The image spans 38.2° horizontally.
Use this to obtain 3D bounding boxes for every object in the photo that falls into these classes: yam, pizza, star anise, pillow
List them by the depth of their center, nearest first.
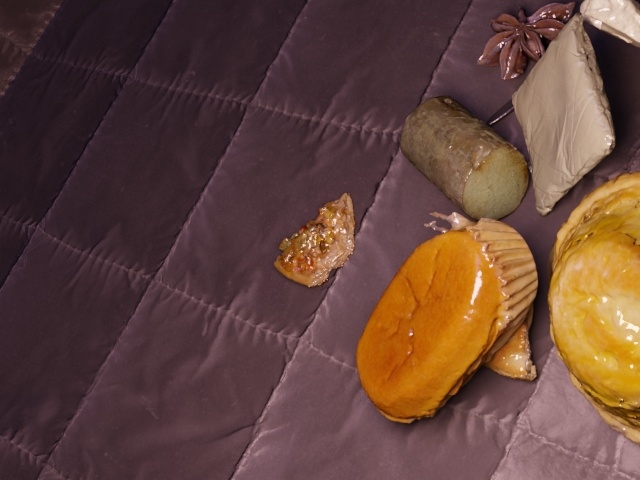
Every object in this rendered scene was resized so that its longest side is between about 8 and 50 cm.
[{"bbox_3d":[0.335,0.149,1.648,0.204,0.080,0.188,41,112,38],"label":"pizza"},{"bbox_3d":[0.444,-0.225,1.692,0.076,0.274,0.281,0,64,-14],"label":"pillow"},{"bbox_3d":[0.277,-0.168,1.818,0.161,0.161,0.268,-43,47,4],"label":"yam"},{"bbox_3d":[0.422,-0.409,1.911,0.212,0.073,0.197,11,67,46],"label":"star anise"},{"bbox_3d":[0.000,0.000,1.954,0.226,0.069,0.147,-43,47,4],"label":"pizza"}]

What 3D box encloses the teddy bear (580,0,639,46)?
[{"bbox_3d":[0.712,-0.469,1.623,0.375,0.327,0.362,30,104,4],"label":"teddy bear"}]

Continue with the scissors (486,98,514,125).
[{"bbox_3d":[0.429,-0.305,1.888,0.220,0.017,0.088,-38,48,9],"label":"scissors"}]

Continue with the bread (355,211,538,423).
[{"bbox_3d":[0.210,0.140,1.585,0.236,0.183,0.389,44,118,37],"label":"bread"}]

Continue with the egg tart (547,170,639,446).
[{"bbox_3d":[0.476,0.114,1.381,0.443,0.178,0.443,15,107,58],"label":"egg tart"}]
